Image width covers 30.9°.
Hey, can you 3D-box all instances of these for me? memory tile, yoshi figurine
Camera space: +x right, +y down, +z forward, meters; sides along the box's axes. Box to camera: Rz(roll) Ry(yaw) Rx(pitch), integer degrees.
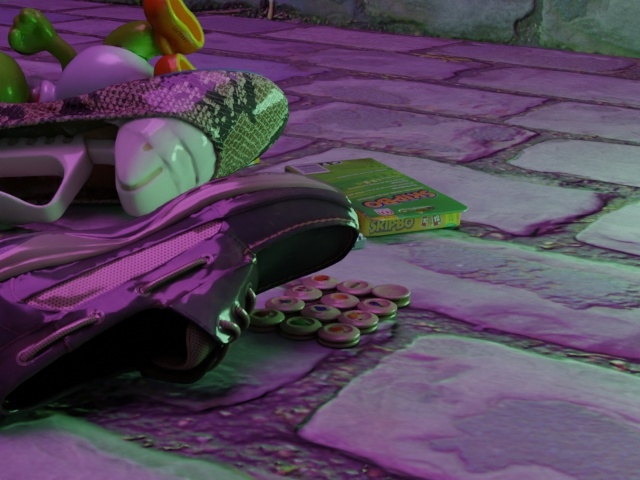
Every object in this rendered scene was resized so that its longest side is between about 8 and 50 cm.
[{"bbox_3d":[0.009,0.061,1.051,0.113,0.012,0.148,10,19,26],"label":"memory tile"},{"bbox_3d":[-0.338,-0.204,1.499,0.362,0.203,0.203,-18,19,18],"label":"yoshi figurine"}]

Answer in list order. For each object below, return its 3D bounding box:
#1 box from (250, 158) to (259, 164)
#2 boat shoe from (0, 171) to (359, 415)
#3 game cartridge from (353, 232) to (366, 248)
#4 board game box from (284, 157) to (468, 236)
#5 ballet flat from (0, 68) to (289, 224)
[{"bbox_3d":[-0.132,-0.132,1.545,0.028,0.081,0.136,13,21,32],"label":"box"},{"bbox_3d":[-0.118,0.051,0.910,0.355,0.132,0.130,-18,61,-25],"label":"boat shoe"},{"bbox_3d":[0.000,0.000,1.241,0.083,0.017,0.056,-10,24,-32],"label":"game cartridge"},{"bbox_3d":[0.061,-0.053,1.381,0.124,0.039,0.259,-7,16,-22],"label":"board game box"},{"bbox_3d":[-0.276,-0.087,1.330,0.482,0.164,0.182,-4,39,3],"label":"ballet flat"}]
